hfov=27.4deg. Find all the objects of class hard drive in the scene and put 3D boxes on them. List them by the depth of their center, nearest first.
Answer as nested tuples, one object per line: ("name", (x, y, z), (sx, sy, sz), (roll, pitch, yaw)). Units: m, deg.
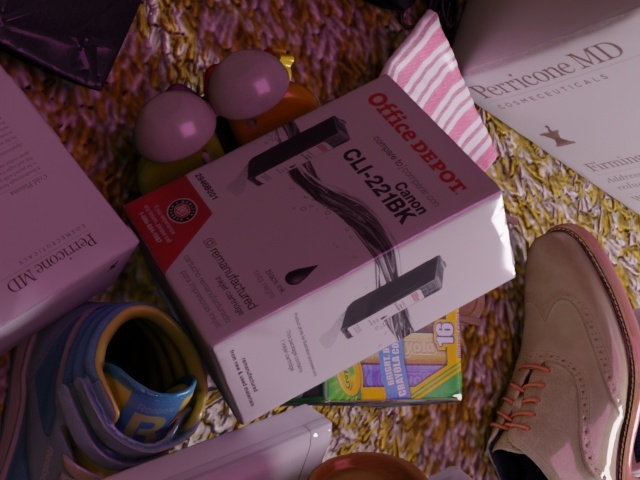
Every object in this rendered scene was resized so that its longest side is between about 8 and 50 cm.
("hard drive", (-0.138, 0.271, 1.038), (0.353, 0.047, 0.233), (-11, 127, -54))
("hard drive", (-0.282, -0.255, 1.168), (0.255, 0.054, 0.172), (30, 67, -26))

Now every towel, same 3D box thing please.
("towel", (0.128, -0.128, 1.388), (0.197, 0.029, 0.144), (62, 41, -30))

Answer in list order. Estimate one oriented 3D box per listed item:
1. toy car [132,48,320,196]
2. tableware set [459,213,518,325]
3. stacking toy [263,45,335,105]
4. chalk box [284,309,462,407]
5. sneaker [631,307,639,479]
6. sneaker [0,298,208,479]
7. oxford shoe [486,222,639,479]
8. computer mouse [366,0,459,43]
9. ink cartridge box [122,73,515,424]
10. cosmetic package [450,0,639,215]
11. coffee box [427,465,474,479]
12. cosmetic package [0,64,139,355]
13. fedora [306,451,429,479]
("toy car", (-0.096, -0.102, 1.220), (0.182, 0.136, 0.159), (-31, 137, -7))
("tableware set", (0.144, 0.004, 1.432), (0.141, 0.020, 0.168), (31, 66, -26))
("stacking toy", (0.013, -0.078, 1.343), (0.167, 0.052, 0.221), (7, 80, -31))
("chalk box", (0.013, 0.092, 1.261), (0.213, 0.132, 0.132), (6, 79, -34))
("sneaker", (0.375, 0.197, 1.533), (0.121, 0.079, 0.217), (52, 39, -44))
("sneaker", (-0.182, 0.194, 1.064), (0.127, 0.208, 0.319), (8, 78, -35))
("oxford shoe", (0.255, 0.177, 1.410), (0.147, 0.140, 0.397), (-1, 80, -27))
("computer mouse", (0.056, -0.327, 1.398), (0.272, 0.072, 0.188), (10, 77, -32))
("ink cartridge box", (0.000, 0.000, 1.124), (0.273, 0.197, 0.114), (-27, 136, -12))
("cosmetic package", (0.416, -0.252, 1.472), (0.394, 0.329, 0.327), (30, 68, -26))
("coffee box", (0.085, 0.454, 1.053), (0.338, 0.338, 0.334), (-18, 125, -34))
("cosmetic package", (-0.373, -0.002, 0.991), (0.377, 0.097, 0.284), (-34, 80, -33))
("fedora", (0.043, 0.224, 1.037), (0.194, 0.194, 0.079), (-18, 126, -35))
